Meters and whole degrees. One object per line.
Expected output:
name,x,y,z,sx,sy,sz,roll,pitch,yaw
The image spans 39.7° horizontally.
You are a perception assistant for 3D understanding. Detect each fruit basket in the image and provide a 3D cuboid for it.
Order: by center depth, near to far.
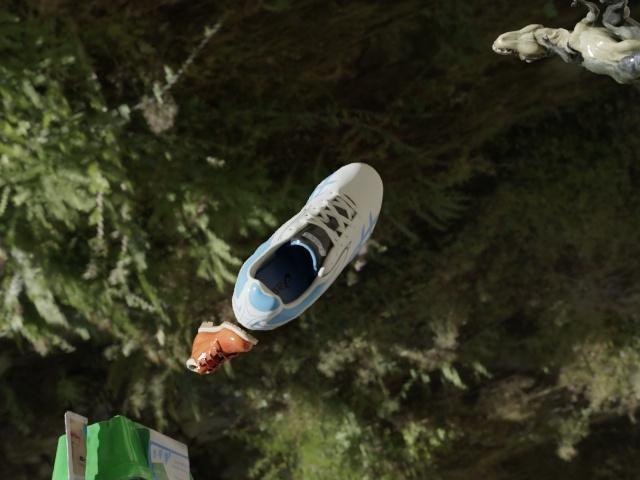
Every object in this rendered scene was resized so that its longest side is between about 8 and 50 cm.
fruit basket,-0.257,0.444,1.291,0.353,0.165,0.327,68,-172,30

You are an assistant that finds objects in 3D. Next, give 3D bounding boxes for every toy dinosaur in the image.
toy dinosaur,0.259,-0.158,0.729,0.268,0.064,0.118,30,172,34

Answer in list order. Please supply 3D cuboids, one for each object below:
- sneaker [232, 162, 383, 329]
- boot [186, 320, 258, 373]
sneaker,0.000,0.000,0.921,0.085,0.237,0.086,43,149,-5
boot,-0.156,0.174,1.391,0.059,0.085,0.158,38,154,-23
